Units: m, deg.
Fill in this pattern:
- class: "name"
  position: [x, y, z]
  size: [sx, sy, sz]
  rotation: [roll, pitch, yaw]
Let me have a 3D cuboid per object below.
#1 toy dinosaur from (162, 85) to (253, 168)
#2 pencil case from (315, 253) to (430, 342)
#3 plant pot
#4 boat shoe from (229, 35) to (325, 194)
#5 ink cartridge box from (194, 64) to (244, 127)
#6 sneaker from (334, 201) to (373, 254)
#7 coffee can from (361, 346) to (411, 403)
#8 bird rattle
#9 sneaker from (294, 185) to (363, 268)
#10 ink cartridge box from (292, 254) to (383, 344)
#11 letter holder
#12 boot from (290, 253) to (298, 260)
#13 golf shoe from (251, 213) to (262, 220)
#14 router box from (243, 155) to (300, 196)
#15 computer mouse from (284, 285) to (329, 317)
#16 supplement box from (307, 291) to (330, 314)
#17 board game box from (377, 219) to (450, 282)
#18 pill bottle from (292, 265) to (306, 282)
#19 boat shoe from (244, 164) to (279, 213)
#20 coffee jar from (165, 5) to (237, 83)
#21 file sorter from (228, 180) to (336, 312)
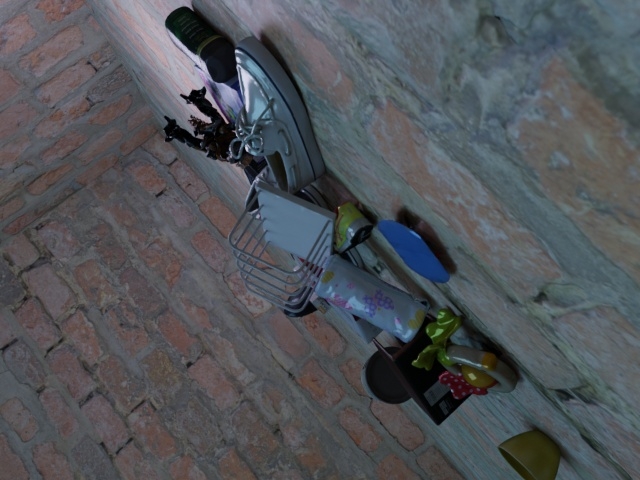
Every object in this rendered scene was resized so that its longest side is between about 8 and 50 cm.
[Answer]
- class: "toy dinosaur"
  position: [-0.305, -0.284, 1.312]
  size: [0.321, 0.165, 0.218]
  rotation: [10, 163, 43]
- class: "pencil case"
  position: [0.123, 0.137, 1.148]
  size: [0.272, 0.114, 0.124]
  rotation: [26, 147, 9]
- class: "plant pot"
  position: [0.497, 0.500, 1.114]
  size: [0.134, 0.095, 0.134]
  rotation: [47, 169, 12]
- class: "boat shoe"
  position: [-0.115, -0.221, 0.983]
  size: [0.136, 0.156, 0.367]
  rotation: [42, 167, 33]
- class: "ink cartridge box"
  position: [-0.185, -0.329, 1.168]
  size: [0.311, 0.065, 0.186]
  rotation: [37, 164, 43]
- class: "sneaker"
  position: [0.066, -0.035, 1.130]
  size: [0.094, 0.081, 0.208]
  rotation: [56, 165, 10]
- class: "coffee can"
  position: [0.263, 0.525, 1.858]
  size: [0.201, 0.201, 0.275]
  rotation: [47, 169, 13]
- class: "bird rattle"
  position: [0.321, 0.283, 1.041]
  size: [0.206, 0.143, 0.254]
  rotation: [5, 140, 52]
- class: "sneaker"
  position: [0.000, 0.000, 1.361]
  size: [0.321, 0.127, 0.126]
  rotation: [55, 167, -30]
- class: "ink cartridge box"
  position: [0.071, 0.143, 1.528]
  size: [0.309, 0.130, 0.272]
  rotation: [43, 169, 32]
- class: "letter holder"
  position: [0.259, 0.317, 1.321]
  size: [0.302, 0.152, 0.214]
  rotation: [56, 169, -30]
- class: "boot"
  position: [-0.107, 0.017, 1.960]
  size: [0.219, 0.082, 0.106]
  rotation: [40, 168, 50]
- class: "golf shoe"
  position: [-0.197, -0.124, 1.864]
  size: [0.272, 0.105, 0.120]
  rotation: [35, 147, 35]
- class: "router box"
  position: [-0.128, -0.146, 1.491]
  size: [0.243, 0.081, 0.309]
  rotation: [45, 168, 22]
- class: "computer mouse"
  position: [-0.013, 0.192, 1.746]
  size: [0.188, 0.272, 0.072]
  rotation: [34, 141, 60]
- class: "supplement box"
  position: [-0.005, 0.212, 1.628]
  size: [0.062, 0.036, 0.098]
  rotation: [48, 173, -9]
- class: "board game box"
  position: [0.184, 0.011, 0.903]
  size: [0.169, 0.033, 0.133]
  rotation: [49, 165, -21]
- class: "pill bottle"
  position: [-0.028, 0.084, 1.713]
  size: [0.078, 0.137, 0.078]
  rotation: [48, 169, 12]
- class: "boat shoe"
  position: [-0.128, -0.147, 1.237]
  size: [0.096, 0.088, 0.267]
  rotation: [60, 145, 5]
- class: "coffee jar"
  position: [-0.262, -0.433, 1.067]
  size: [0.184, 0.079, 0.096]
  rotation: [45, 168, 24]
- class: "file sorter"
  position: [-0.091, 0.032, 1.140]
  size: [0.192, 0.173, 0.278]
  rotation: [25, 156, 11]
